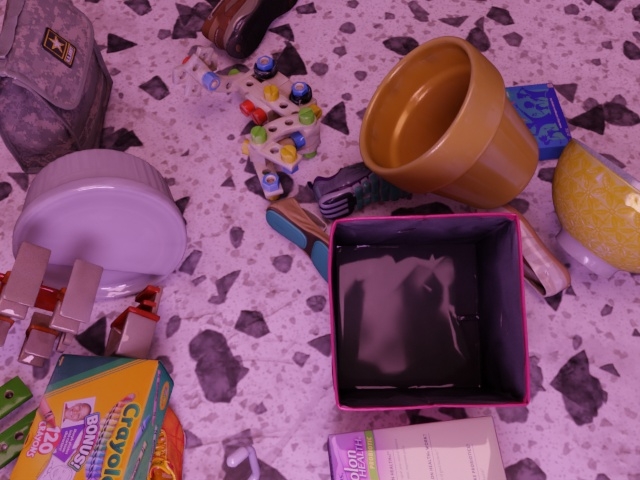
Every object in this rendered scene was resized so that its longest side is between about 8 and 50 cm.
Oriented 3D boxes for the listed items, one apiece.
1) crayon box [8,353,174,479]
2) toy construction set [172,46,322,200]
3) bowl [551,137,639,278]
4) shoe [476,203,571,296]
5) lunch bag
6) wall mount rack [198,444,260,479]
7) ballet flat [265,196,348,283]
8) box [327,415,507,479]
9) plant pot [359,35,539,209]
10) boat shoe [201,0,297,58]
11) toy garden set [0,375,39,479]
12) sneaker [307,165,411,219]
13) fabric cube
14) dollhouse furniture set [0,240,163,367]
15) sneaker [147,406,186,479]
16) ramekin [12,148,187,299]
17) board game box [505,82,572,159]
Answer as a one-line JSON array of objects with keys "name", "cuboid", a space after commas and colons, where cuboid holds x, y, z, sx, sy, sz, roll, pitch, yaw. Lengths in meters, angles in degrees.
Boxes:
[{"name": "crayon box", "cuboid": [-0.332, 0.307, 0.961, 0.165, 0.081, 0.278, 1, 52, 10]}, {"name": "toy construction set", "cuboid": [-0.126, -0.249, 1.296, 0.215, 0.151, 0.328, -41, 79, -19]}, {"name": "bowl", "cuboid": [0.495, -0.030, 1.137, 0.289, 0.289, 0.156, 44, 113, 21]}, {"name": "shoe", "cuboid": [0.346, 0.009, 1.181, 0.058, 0.076, 0.219, -31, 67, -21]}, {"name": "lunch bag", "cuboid": [-0.505, -0.299, 1.237, 0.168, 0.287, 0.235, 0, 60, 1]}, {"name": "wall mount rack", "cuboid": [-0.123, 0.424, 0.813, 0.350, 0.130, 0.304, 29, 52, 34]}, {"name": "ballet flat", "cuboid": [0.000, 0.000, 1.192, 0.073, 0.080, 0.232, -33, 67, -34]}, {"name": "box", "cuboid": [0.141, 0.382, 0.956, 0.242, 0.117, 0.214, -6, 62, -4]}, {"name": "plant pot", "cuboid": [0.234, -0.174, 1.139, 0.239, 0.254, 0.254, 29, 55, -33]}, {"name": "boat shoe", "cuboid": [-0.142, -0.539, 1.462, 0.119, 0.123, 0.324, 26, 64, 17]}, {"name": "toy garden set", "cuboid": [-0.472, 0.358, 1.003, 0.244, 0.049, 0.204, 42, 57, 18]}, {"name": "sneaker", "cuboid": [0.089, -0.119, 1.255, 0.223, 0.083, 0.098, -18, 50, -14]}, {"name": "fabric cube", "cuboid": [0.140, 0.106, 0.988, 0.259, 0.258, 0.254, -1, 83, 0]}, {"name": "dollhouse furniture set", "cuboid": [-0.393, 0.104, 1.054, 0.259, 0.262, 0.135, 22, 56, -26]}, {"name": "sneaker", "cuboid": [-0.237, 0.327, 1.018, 0.064, 0.067, 0.175, -14, 61, -5]}, {"name": "ramekin", "cuboid": [-0.363, -0.031, 1.112, 0.272, 0.273, 0.127, -13, 50, -7]}, {"name": "board game box", "cuboid": [0.374, -0.229, 1.327, 0.210, 0.047, 0.160, -7, 62, -2]}]
